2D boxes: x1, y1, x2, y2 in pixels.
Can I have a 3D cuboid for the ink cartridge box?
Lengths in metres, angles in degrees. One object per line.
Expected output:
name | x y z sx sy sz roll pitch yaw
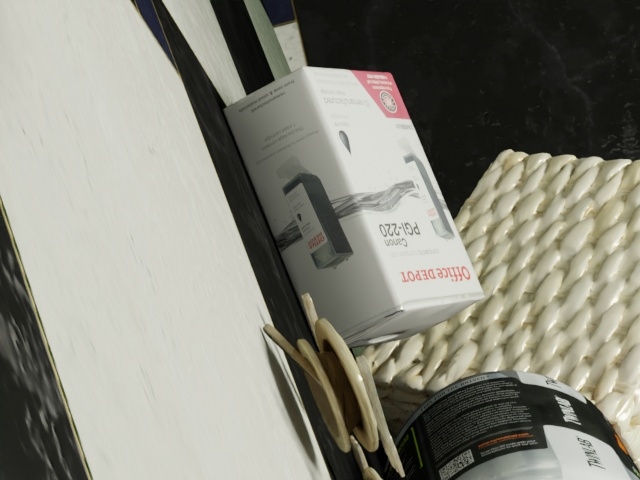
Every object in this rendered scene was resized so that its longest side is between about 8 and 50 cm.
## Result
ink cartridge box | 0.030 -0.027 1.590 0.158 0.092 0.218 -5 72 -59

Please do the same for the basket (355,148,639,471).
basket | 0.252 0.122 1.759 0.328 0.331 0.266 7 -40 43

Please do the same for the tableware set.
tableware set | 0.019 0.141 1.191 0.128 0.039 0.194 -135 -155 -66

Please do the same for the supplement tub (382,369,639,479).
supplement tub | 0.144 0.208 1.391 0.316 0.193 0.194 -99 166 -77
